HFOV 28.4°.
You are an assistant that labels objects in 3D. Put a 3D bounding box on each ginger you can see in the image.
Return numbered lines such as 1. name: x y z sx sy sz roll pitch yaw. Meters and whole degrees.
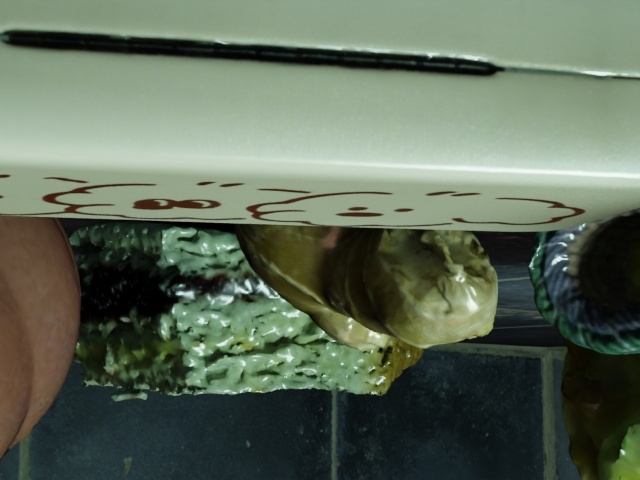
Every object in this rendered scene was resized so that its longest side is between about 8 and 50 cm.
1. ginger: 0.000 0.000 0.709 0.148 0.081 0.334 39 170 -5

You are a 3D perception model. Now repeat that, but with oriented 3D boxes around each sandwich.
1. sandwich: -0.059 0.051 1.000 0.262 0.131 0.325 -1 180 12

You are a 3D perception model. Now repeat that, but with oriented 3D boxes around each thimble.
1. thimble: 0.213 0.014 0.827 0.090 0.118 0.135 1 159 -45

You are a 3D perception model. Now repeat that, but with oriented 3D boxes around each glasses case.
1. glasses case: -0.036 -0.052 0.472 0.336 0.076 0.144 2 172 -13

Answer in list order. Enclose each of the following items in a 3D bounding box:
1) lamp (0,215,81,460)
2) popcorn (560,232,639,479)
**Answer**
1. lamp: -0.277 0.052 0.665 0.305 0.239 0.305 -35 -170 7
2. popcorn: 0.326 0.116 0.975 0.274 0.279 0.335 31 -179 -19
